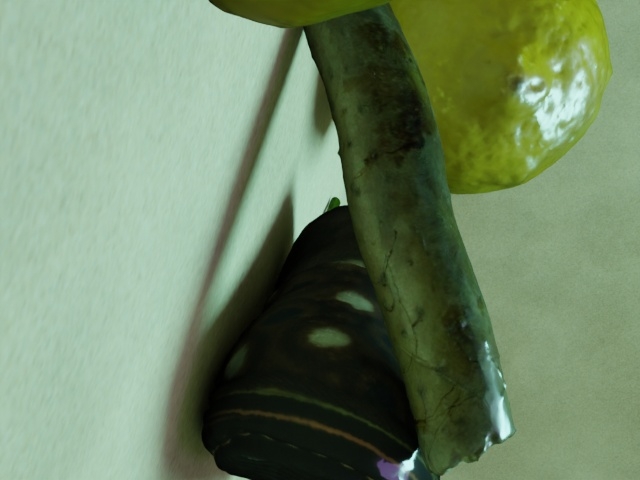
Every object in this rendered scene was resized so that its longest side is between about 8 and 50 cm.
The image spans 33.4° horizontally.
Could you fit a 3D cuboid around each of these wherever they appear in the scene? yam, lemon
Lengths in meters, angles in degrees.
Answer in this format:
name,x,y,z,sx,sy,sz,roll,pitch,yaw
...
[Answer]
name,x,y,z,sx,sy,sz,roll,pitch,yaw
yam,0.052,-0.019,0.655,0.071,0.067,0.318,33,41,-78
lemon,0.129,-0.153,0.917,0.288,0.233,0.234,-95,-162,-72

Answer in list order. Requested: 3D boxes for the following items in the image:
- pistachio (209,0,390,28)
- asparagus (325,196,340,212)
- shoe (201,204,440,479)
name,x,y,z,sx,sy,sz,roll,pitch,yaw
pistachio,0.003,-0.130,0.306,0.100,0.110,0.189,-39,163,-16
asparagus,0.000,0.000,1.112,0.016,0.016,0.163,-55,-172,36
shoe,0.028,0.083,0.817,0.384,0.171,0.237,75,34,-78
